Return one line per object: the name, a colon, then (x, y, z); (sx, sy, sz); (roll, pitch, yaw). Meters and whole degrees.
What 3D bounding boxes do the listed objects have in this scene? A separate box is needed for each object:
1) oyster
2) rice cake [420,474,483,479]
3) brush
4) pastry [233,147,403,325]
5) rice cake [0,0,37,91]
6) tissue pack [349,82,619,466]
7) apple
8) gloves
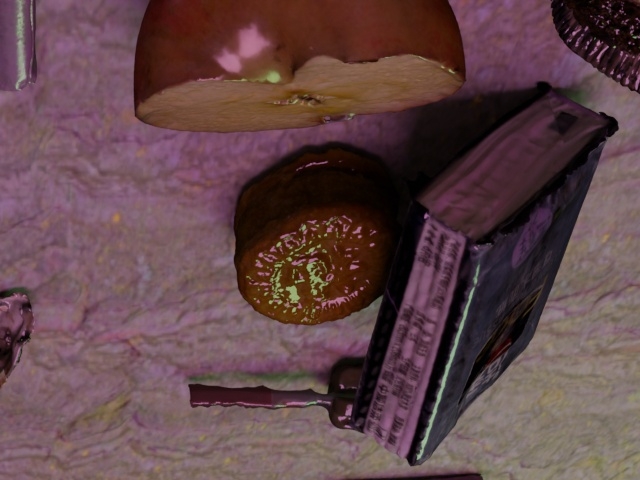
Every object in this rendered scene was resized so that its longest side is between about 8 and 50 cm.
oyster: (-0.370, 0.123, 1.872); (0.106, 0.061, 0.200); (33, 122, -15)
rice cake: (0.120, 0.332, 2.226); (0.206, 0.047, 0.036); (0, 152, -12)
brush: (-0.005, 0.184, 2.008); (0.301, 0.084, 0.071); (4, 137, -11)
pastry: (0.000, 0.000, 1.780); (0.188, 0.103, 0.189); (-8, 138, -7)
rice cake: (-0.271, -0.236, 1.489); (0.055, 0.049, 0.270); (-13, 139, -22)
tissue pack: (0.161, 0.039, 1.780); (0.259, 0.122, 0.361); (-39, 153, -39)
apple: (-0.022, -0.197, 1.505); (0.292, 0.163, 0.251); (-6, 174, 17)
gloves: (0.270, -0.261, 1.496); (0.135, 0.210, 0.312); (-28, 157, -3)
